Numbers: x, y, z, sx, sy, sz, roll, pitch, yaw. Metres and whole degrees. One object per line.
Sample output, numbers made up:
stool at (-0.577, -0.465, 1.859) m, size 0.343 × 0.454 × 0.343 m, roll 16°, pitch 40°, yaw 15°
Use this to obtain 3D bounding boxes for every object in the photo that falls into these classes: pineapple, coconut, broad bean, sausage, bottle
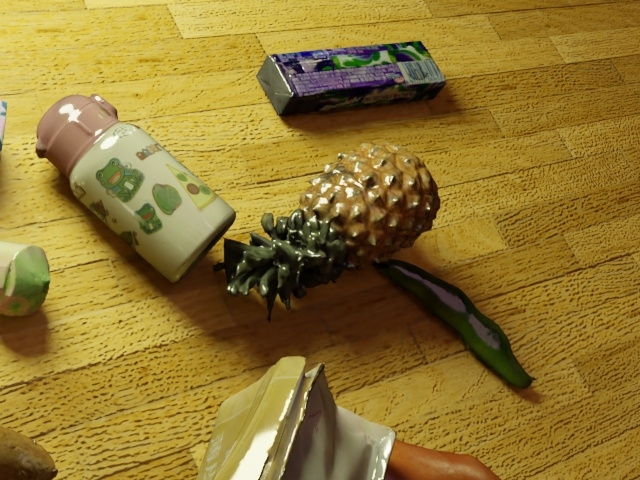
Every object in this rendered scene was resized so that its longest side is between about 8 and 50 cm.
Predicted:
pineapple at (0.000, 0.000, 1.375) m, size 0.340 × 0.169 × 0.169 m, roll -36°, pitch 82°, yaw -35°
coconut at (-0.335, 0.043, 1.185) m, size 0.081 × 0.082 × 0.083 m, roll 12°, pitch 37°, yaw 17°
broad bean at (0.186, 0.099, 1.486) m, size 0.297 × 0.043 × 0.060 m, roll 40°, pitch 64°, yaw -1°
sausage at (0.117, 0.304, 1.251) m, size 0.258 × 0.133 × 0.133 m, roll 18°, pitch 53°, yaw -23°
bottle at (-0.229, -0.073, 1.297) m, size 0.253 × 0.120 × 0.120 m, roll 43°, pitch 48°, yaw -1°

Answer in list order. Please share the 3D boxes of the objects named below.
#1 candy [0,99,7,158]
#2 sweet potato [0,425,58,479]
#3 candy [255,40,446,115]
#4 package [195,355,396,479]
candy at (-0.447, -0.125, 1.231) m, size 0.160 × 0.073 × 0.092 m, roll 8°, pitch 58°, yaw -27°
sweet potato at (-0.419, 0.230, 1.000) m, size 0.342 × 0.092 × 0.114 m, roll -17°, pitch 87°, yaw -37°
candy at (0.051, -0.245, 1.620) m, size 0.312 × 0.061 × 0.088 m, roll -11°, pitch 65°, yaw -37°
package at (-0.075, 0.271, 1.076) m, size 0.165 × 0.221 × 0.311 m, roll 63°, pitch 35°, yaw -39°
